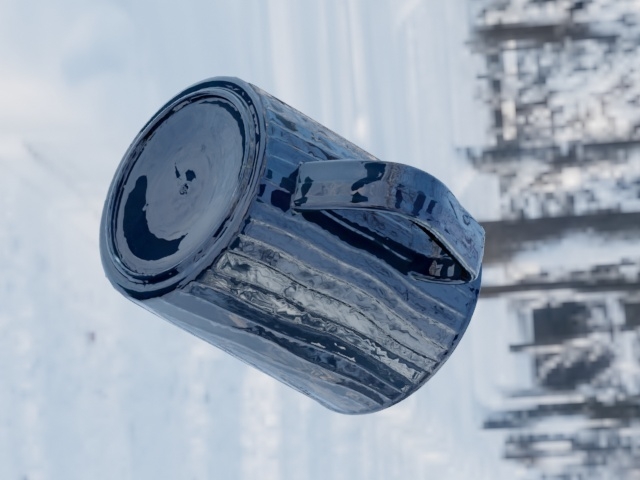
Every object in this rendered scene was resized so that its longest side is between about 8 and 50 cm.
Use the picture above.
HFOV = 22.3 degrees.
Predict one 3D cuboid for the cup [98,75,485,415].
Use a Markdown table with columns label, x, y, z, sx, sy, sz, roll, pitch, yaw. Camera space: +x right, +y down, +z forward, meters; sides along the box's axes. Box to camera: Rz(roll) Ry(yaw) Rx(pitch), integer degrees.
| label | x | y | z | sx | sy | sz | roll | pitch | yaw |
| --- | --- | --- | --- | --- | --- | --- | --- | --- | --- |
| cup | -0.003 | -0.007 | 0.721 | 0.138 | 0.150 | 0.113 | 30 | 34 | -39 |
